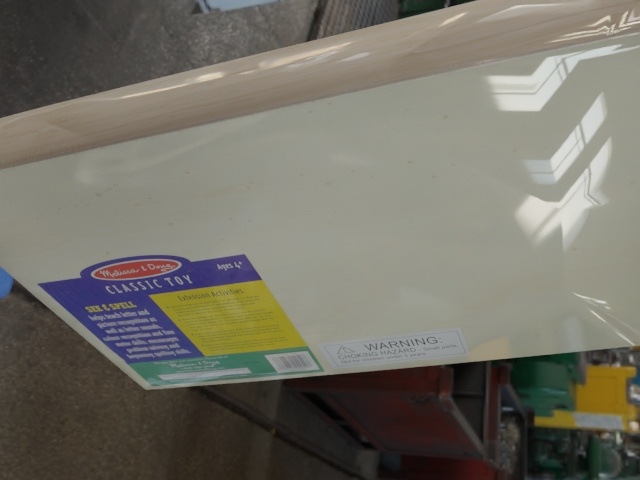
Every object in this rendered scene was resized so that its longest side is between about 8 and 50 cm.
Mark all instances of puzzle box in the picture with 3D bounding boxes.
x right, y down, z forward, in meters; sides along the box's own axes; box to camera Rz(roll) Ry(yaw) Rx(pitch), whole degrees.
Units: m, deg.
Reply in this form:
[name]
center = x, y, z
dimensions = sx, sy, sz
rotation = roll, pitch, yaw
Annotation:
[puzzle box]
center = 0.000, 0.000, 0.459
dimensions = 0.272, 0.408, 0.052
rotation = 62, 26, -49

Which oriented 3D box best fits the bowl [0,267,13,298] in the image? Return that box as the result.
[bowl]
center = -0.417, -0.105, 0.756
dimensions = 0.077, 0.391, 0.391
rotation = -18, 106, -33
